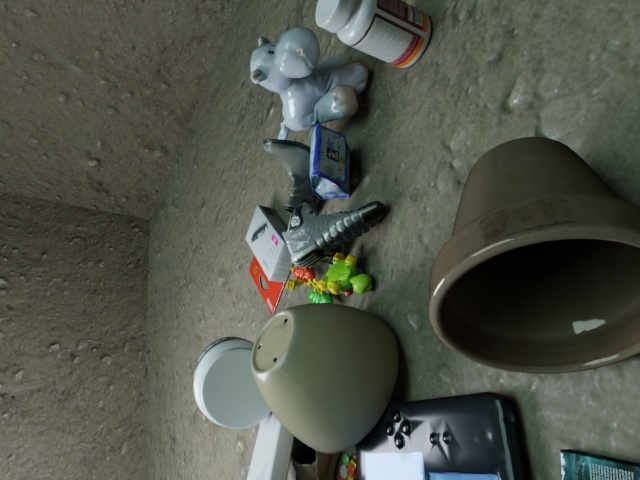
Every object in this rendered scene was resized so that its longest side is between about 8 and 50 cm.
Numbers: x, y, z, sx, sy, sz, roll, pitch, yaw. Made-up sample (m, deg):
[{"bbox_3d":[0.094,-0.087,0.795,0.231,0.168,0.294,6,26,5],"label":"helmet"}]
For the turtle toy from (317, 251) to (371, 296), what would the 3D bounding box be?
[{"bbox_3d":[0.059,0.083,1.071,0.130,0.066,0.095,10,66,59],"label":"turtle toy"}]

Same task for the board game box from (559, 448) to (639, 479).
[{"bbox_3d":[0.332,0.341,0.542,0.126,0.026,0.186,-17,65,57],"label":"board game box"}]

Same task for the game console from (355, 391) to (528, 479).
[{"bbox_3d":[0.177,0.445,0.748,0.342,0.060,0.387,-34,52,52],"label":"game console"}]

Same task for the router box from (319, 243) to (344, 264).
[{"bbox_3d":[0.000,0.000,1.149,0.038,0.122,0.092,-29,56,43],"label":"router box"}]

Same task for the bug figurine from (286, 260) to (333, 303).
[{"bbox_3d":[-0.041,0.183,1.208,0.216,0.072,0.279,22,101,62],"label":"bug figurine"}]

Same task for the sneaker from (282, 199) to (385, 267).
[{"bbox_3d":[0.015,-0.052,1.056,0.228,0.086,0.132,-31,64,1],"label":"sneaker"}]

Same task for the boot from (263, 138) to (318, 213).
[{"bbox_3d":[-0.060,-0.148,1.218,0.083,0.246,0.161,10,86,33],"label":"boot"}]

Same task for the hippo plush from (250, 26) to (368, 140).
[{"bbox_3d":[-0.055,-0.408,1.200,0.294,0.236,0.235,-19,45,32],"label":"hippo plush"}]

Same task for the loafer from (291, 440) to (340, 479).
[{"bbox_3d":[-0.022,0.479,1.050,0.102,0.091,0.269,20,96,62],"label":"loafer"}]

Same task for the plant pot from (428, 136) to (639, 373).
[{"bbox_3d":[0.259,-0.002,0.598,0.263,0.262,0.229,-47,25,43],"label":"plant pot"}]

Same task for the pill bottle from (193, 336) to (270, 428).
[{"bbox_3d":[-0.216,0.350,1.241,0.361,0.204,0.205,149,128,-73],"label":"pill bottle"}]

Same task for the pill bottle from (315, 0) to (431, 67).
[{"bbox_3d":[0.109,-0.449,1.012,0.121,0.221,0.121,-29,55,54],"label":"pill bottle"}]

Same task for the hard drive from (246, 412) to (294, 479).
[{"bbox_3d":[-0.113,0.486,1.105,0.353,0.047,0.233,-80,14,-56],"label":"hard drive"}]

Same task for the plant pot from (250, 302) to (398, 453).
[{"bbox_3d":[-0.020,0.232,0.945,0.284,0.190,0.284,-40,30,29],"label":"plant pot"}]

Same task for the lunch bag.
[{"bbox_3d":[0.017,-0.181,1.150,0.096,0.151,0.129,-5,72,21],"label":"lunch bag"}]

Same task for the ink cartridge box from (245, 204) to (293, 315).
[{"bbox_3d":[-0.170,0.053,1.497,0.275,0.060,0.239,49,122,55],"label":"ink cartridge box"}]

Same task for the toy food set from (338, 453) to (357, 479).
[{"bbox_3d":[0.063,0.471,0.976,0.082,0.020,0.084,15,94,61],"label":"toy food set"}]

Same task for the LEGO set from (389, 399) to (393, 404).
[{"bbox_3d":[0.117,0.290,0.941,0.054,0.023,0.083,-13,69,59],"label":"LEGO set"}]
